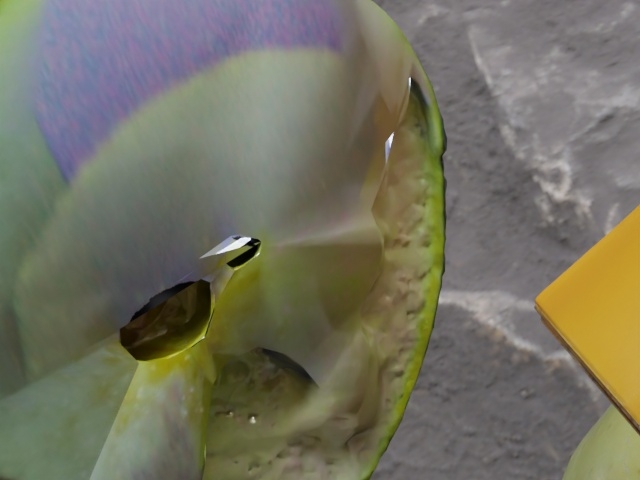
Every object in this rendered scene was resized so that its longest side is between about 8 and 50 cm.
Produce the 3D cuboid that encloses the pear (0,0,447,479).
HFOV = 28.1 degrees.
[{"bbox_3d":[-0.115,0.016,0.754,0.165,0.399,0.398,17,120,51],"label":"pear"}]

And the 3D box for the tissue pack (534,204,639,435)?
[{"bbox_3d":[0.268,0.068,0.697,0.145,0.194,0.274,47,-174,-22],"label":"tissue pack"}]

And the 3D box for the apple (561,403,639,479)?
[{"bbox_3d":[0.443,0.300,1.137,0.474,0.474,0.473,24,125,40],"label":"apple"}]
